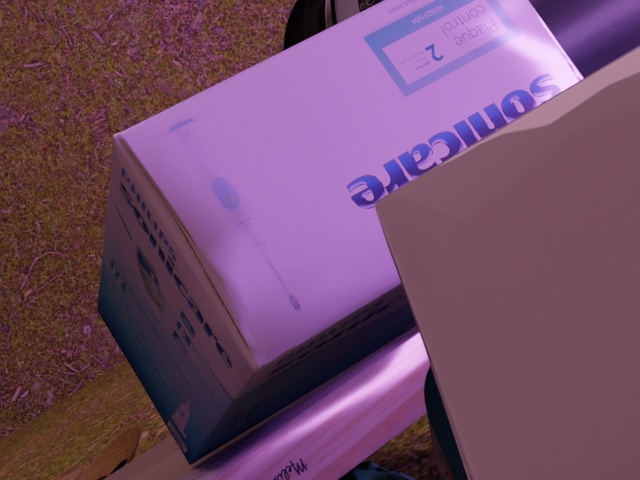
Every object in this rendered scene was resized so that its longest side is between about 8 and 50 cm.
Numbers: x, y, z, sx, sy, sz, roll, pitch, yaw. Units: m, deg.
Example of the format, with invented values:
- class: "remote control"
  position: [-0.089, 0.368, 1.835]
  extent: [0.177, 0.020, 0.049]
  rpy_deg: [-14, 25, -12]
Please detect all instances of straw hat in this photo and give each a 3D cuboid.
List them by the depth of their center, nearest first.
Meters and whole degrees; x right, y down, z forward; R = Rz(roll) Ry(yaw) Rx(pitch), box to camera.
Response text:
- class: "straw hat"
  position: [-0.218, 0.273, 1.281]
  extent: [0.144, 0.061, 0.144]
  rpy_deg: [-45, 15, 15]

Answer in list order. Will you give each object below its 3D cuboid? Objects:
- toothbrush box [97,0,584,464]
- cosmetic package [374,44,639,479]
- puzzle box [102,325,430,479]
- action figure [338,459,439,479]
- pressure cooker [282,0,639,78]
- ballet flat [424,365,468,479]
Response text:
- class: "toothbrush box"
  position: [0.000, 0.000, 0.662]
  extent: [0.216, 0.126, 0.295]
  rpy_deg: [-30, -9, -18]
- class: "cosmetic package"
  position: [0.228, -0.018, 0.411]
  extent: [0.365, 0.155, 0.197]
  rpy_deg: [-33, -26, 28]
- class: "puzzle box"
  position: [-0.114, 0.189, 0.806]
  extent: [0.409, 0.052, 0.272]
  rpy_deg: [-31, 3, -33]
- class: "action figure"
  position: [0.016, 0.181, 0.740]
  extent: [0.137, 0.063, 0.232]
  rpy_deg: [-37, 7, -10]
- class: "pressure cooker"
  position: [0.177, -0.126, 0.946]
  extent: [0.420, 0.375, 0.370]
  rpy_deg: [-30, -9, 38]
- class: "ballet flat"
  position: [0.100, 0.128, 0.562]
  extent: [0.241, 0.077, 0.091]
  rpy_deg: [-89, 23, -55]
